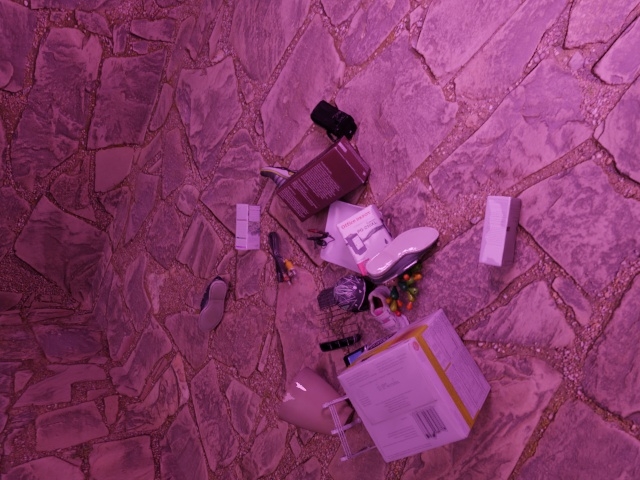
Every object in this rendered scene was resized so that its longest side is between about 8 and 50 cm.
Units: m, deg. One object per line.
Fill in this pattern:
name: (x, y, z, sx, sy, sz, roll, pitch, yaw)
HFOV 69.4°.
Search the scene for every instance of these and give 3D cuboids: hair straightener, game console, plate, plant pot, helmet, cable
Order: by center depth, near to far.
helmet: (0.134, 0.221, 1.921, 0.169, 0.161, 0.170, -16, 64, 36)
game console: (0.149, 0.540, 1.984, 0.144, 0.085, 0.124, -37, 69, 34)
plate: (0.136, -0.018, 2.007, 0.277, 0.045, 0.278, 19, 102, 38)
plant pot: (-0.003, 0.737, 2.035, 0.273, 0.256, 0.257, 24, 107, 20)
hair straightener: (0.000, 0.000, 2.070, 0.230, 0.047, 0.089, 10, 94, 60)
cable: (-0.196, 0.094, 2.300, 0.140, 0.072, 0.288, -60, 43, 44)

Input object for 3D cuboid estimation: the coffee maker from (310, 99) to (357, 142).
coffee maker: (0.052, -0.530, 1.989, 0.178, 0.120, 0.171, 38, 159, 32)

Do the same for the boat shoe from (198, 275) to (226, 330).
boat shoe: (-0.610, 0.349, 2.601, 0.113, 0.127, 0.341, -120, 42, -58)

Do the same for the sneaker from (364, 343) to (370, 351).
sneaker: (0.237, 0.490, 1.940, 0.058, 0.052, 0.135, -39, 74, 23)

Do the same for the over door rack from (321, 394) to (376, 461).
over door rack: (0.196, 0.729, 1.893, 0.323, 0.108, 0.240, -22, 75, 3)

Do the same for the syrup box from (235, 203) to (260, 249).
syrup box: (-0.376, -0.070, 2.401, 0.096, 0.093, 0.237, 6, 95, 39)

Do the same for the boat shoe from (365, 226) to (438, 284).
boat shoe: (0.314, 0.058, 1.755, 0.116, 0.319, 0.099, 45, 162, 44)

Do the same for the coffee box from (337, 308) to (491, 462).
coffee box: (0.333, 0.499, 1.631, 0.337, 0.334, 0.338, -36, 83, 34)

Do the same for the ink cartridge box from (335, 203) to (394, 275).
ink cartridge box: (0.195, -0.005, 1.861, 0.171, 0.100, 0.237, -30, 87, 17)

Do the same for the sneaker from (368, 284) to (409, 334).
sneaker: (0.264, 0.304, 1.864, 0.103, 0.111, 0.253, -44, 65, 32)

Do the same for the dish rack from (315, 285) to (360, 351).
dish rack: (0.063, 0.344, 2.058, 0.208, 0.074, 0.272, -23, 76, 37)

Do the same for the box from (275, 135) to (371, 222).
box: (0.007, -0.259, 1.999, 0.381, 0.143, 0.191, -29, 109, 37)

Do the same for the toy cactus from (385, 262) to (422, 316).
toy cactus: (0.310, 0.175, 1.826, 0.180, 0.112, 0.219, 31, 102, 54)

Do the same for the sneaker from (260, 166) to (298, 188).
sneaker: (-0.186, -0.289, 2.232, 0.299, 0.111, 0.122, 20, 108, 40)

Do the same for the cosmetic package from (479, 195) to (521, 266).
cosmetic package: (0.609, -0.033, 1.565, 0.085, 0.117, 0.232, 9, 98, 40)
